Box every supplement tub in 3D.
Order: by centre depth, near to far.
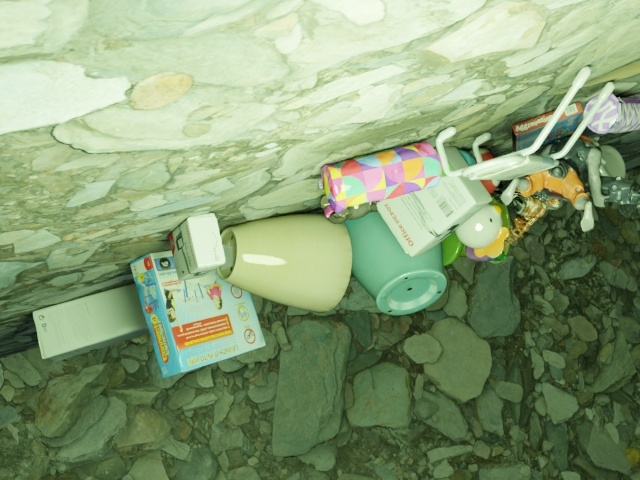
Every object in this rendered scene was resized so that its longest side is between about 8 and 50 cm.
[{"bbox_3d":[0.897,-0.224,2.356,0.144,0.144,0.200,-13,173,-35],"label":"supplement tub"}]

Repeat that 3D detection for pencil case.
[{"bbox_3d":[0.113,-0.122,1.357,0.237,0.104,0.104,-15,173,-12],"label":"pencil case"},{"bbox_3d":[0.652,-0.280,1.527,0.206,0.086,0.088,-12,139,-44],"label":"pencil case"}]

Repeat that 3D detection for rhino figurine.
[{"bbox_3d":[0.117,-0.100,1.676,0.244,0.073,0.106,-18,170,-7],"label":"rhino figurine"}]

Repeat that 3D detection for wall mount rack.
[{"bbox_3d":[0.404,-0.204,1.349,0.304,0.130,0.350,-17,175,33],"label":"wall mount rack"}]

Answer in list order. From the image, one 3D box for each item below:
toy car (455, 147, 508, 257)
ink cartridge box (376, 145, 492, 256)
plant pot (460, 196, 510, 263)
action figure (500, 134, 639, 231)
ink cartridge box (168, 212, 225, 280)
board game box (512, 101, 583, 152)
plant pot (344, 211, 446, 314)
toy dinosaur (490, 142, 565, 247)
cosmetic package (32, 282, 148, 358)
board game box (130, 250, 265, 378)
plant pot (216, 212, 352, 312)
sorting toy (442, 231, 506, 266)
[{"bbox_3d":[0.374,-0.074,1.661,0.210,0.237,0.219,-43,158,29],"label":"toy car"},{"bbox_3d":[0.246,-0.084,1.548,0.087,0.153,0.208,-11,154,-50],"label":"ink cartridge box"},{"bbox_3d":[0.463,-0.047,2.367,0.254,0.275,0.276,-8,-179,38],"label":"plant pot"},{"bbox_3d":[0.614,-0.153,1.633,0.342,0.178,0.330,10,-145,27],"label":"action figure"},{"bbox_3d":[-0.264,0.016,1.492,0.063,0.109,0.150,-10,171,-29],"label":"ink cartridge box"},{"bbox_3d":[0.515,-0.253,1.614,0.145,0.027,0.281,-18,174,14],"label":"board game box"},{"bbox_3d":[0.194,0.038,1.784,0.272,0.255,0.271,-12,141,-10],"label":"plant pot"},{"bbox_3d":[0.549,-0.121,1.923,0.321,0.219,0.164,-57,161,-10],"label":"toy dinosaur"},{"bbox_3d":[-0.673,0.248,2.205,0.385,0.156,0.217,-15,171,-13],"label":"cosmetic package"},{"bbox_3d":[-0.312,0.171,1.829,0.086,0.301,0.308,-22,172,36],"label":"board game box"},{"bbox_3d":[-0.107,0.046,1.720,0.274,0.256,0.256,5,162,-32],"label":"plant pot"},{"bbox_3d":[0.359,0.022,1.887,0.126,0.126,0.366,20,174,-28],"label":"sorting toy"}]
